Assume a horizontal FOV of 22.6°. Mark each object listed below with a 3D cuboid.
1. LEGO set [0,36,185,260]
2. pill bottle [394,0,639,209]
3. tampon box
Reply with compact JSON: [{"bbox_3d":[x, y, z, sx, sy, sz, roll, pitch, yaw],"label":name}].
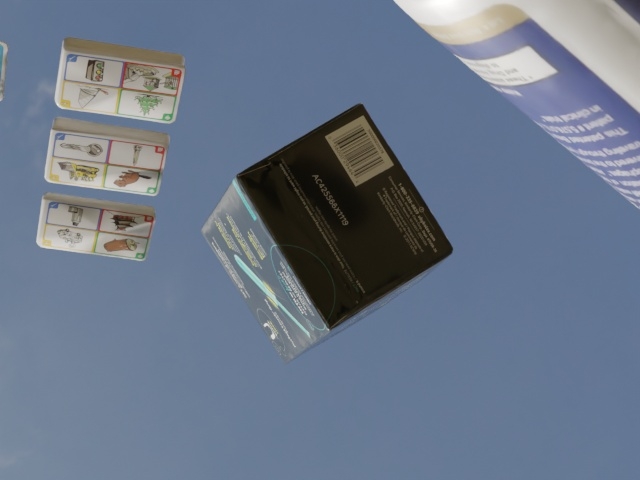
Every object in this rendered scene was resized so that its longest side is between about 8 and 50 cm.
[{"bbox_3d":[-0.221,-0.076,1.040,0.244,0.182,0.060,7,-135,-10],"label":"LEGO set"},{"bbox_3d":[0.105,-0.048,0.401,0.169,0.094,0.094,37,-112,-23],"label":"pill bottle"},{"bbox_3d":[0.000,0.000,1.095,0.101,0.161,0.120,-31,-94,-17],"label":"tampon box"}]
